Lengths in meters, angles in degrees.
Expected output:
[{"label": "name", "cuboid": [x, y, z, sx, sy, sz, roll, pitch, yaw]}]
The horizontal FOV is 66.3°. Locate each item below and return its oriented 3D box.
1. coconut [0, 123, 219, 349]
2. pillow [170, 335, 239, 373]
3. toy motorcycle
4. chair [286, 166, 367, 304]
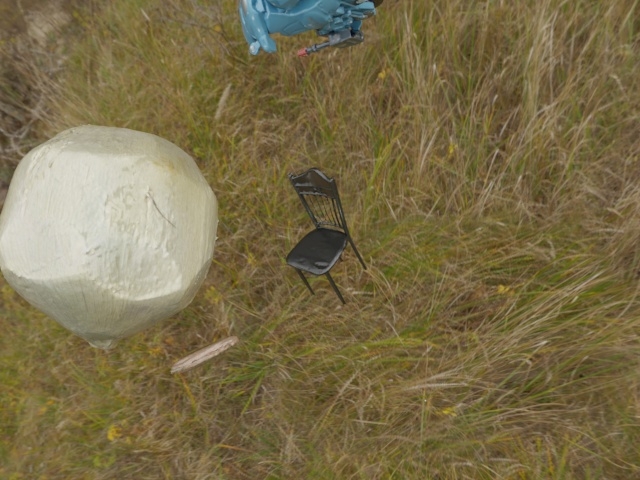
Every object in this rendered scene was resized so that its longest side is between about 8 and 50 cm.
[{"label": "coconut", "cuboid": [-0.364, 0.003, 0.853, 0.347, 0.346, 0.359, 1, 71, 12]}, {"label": "pillow", "cuboid": [-0.226, 0.222, 0.939, 0.136, 0.211, 0.034, -22, 83, -19]}, {"label": "toy motorcycle", "cuboid": [-0.020, -0.351, 0.743, 0.182, 0.272, 0.123, -8, 99, 34]}, {"label": "chair", "cuboid": [-0.001, 0.001, 0.310, 0.037, 0.086, 0.042, 13, 51, 40]}]
